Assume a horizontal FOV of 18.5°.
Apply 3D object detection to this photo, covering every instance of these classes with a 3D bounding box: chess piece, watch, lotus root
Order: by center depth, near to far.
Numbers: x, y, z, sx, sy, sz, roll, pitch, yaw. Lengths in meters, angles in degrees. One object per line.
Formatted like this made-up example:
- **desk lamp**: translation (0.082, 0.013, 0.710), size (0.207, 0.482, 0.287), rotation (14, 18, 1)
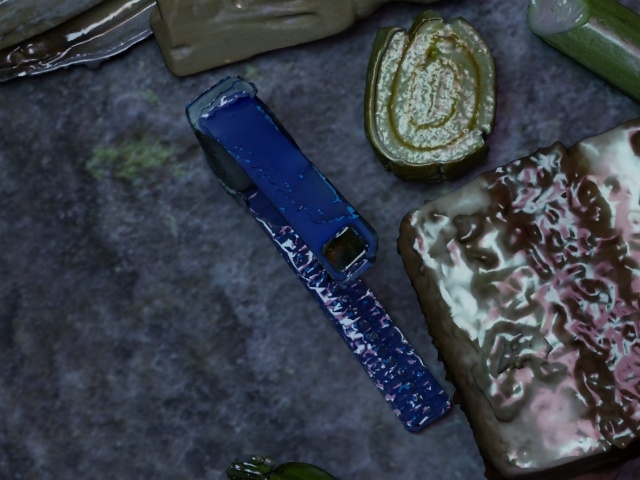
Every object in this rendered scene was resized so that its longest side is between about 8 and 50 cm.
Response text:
- **watch**: translation (-0.001, 0.003, 1.689), size (0.068, 0.276, 0.274), rotation (-37, 55, -9)
- **chess piece**: translation (-0.011, -0.239, 1.745), size (0.300, 0.137, 0.137), rotation (-20, 80, 3)
- **lotus root**: translation (-0.199, -0.254, 1.764), size (0.329, 0.167, 0.078), rotation (-26, 36, -1)

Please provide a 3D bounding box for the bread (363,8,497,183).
- **bread**: translation (0.098, -0.129, 1.745), size (0.117, 0.064, 0.156), rotation (6, 80, 0)

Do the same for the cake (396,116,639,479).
- **cake**: translation (0.234, 0.059, 1.596), size (0.290, 0.282, 0.256), rotation (-23, 77, 1)

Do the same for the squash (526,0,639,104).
- **squash**: translation (0.282, -0.159, 1.735), size (0.239, 0.069, 0.069), rotation (34, 84, 8)

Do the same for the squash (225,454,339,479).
- **squash**: translation (0.049, 0.290, 1.673), size (0.080, 0.071, 0.318), rotation (-42, 81, -3)
